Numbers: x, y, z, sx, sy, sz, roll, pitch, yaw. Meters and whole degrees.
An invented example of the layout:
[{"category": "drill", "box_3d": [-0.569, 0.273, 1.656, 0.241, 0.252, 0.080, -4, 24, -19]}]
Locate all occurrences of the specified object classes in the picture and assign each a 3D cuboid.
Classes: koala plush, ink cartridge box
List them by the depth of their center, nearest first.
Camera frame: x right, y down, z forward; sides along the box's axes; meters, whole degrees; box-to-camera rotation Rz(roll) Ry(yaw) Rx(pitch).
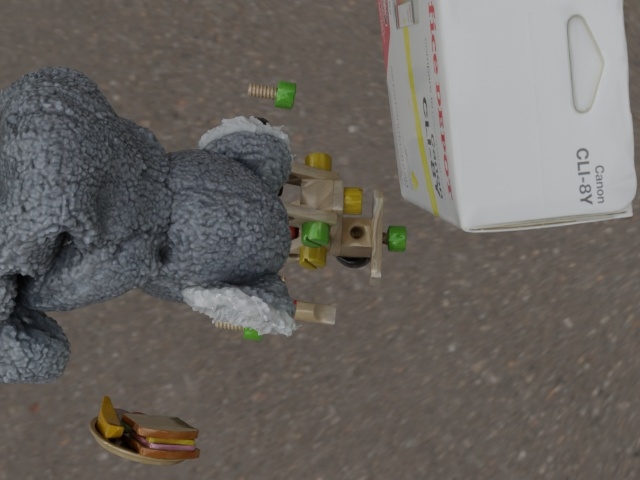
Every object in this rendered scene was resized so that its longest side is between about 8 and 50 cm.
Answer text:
[{"category": "koala plush", "box_3d": [-0.117, -0.012, 1.016, 0.221, 0.203, 0.196, 10, 55, -16]}, {"category": "ink cartridge box", "box_3d": [0.163, -0.168, 1.446, 0.160, 0.385, 0.279, -7, 97, -5]}]

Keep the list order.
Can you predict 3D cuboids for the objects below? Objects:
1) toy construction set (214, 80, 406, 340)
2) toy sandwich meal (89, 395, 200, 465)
[{"category": "toy construction set", "box_3d": [0.000, 0.000, 1.894, 0.237, 0.309, 0.257, 9, 134, -5]}, {"category": "toy sandwich meal", "box_3d": [-0.122, 0.132, 1.055, 0.085, 0.085, 0.029, 19, 101, 15]}]
